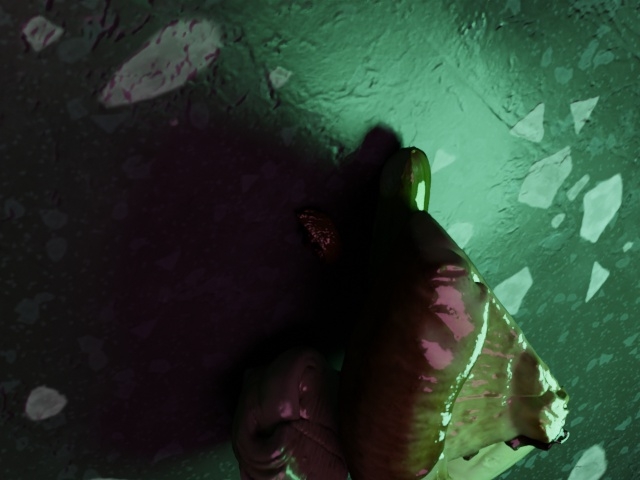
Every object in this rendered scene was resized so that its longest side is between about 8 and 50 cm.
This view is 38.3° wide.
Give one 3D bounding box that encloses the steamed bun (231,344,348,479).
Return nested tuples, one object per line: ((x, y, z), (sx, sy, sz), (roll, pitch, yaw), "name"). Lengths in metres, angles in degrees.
((-0.048, 0.259, 1.257), (0.218, 0.144, 0.211), (43, 53, -44), "steamed bun")

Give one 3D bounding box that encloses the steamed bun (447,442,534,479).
((0.235, 0.275, 1.472), (0.200, 0.170, 0.225), (32, 123, -13), "steamed bun")

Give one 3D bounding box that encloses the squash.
((0.101, -0.018, 1.194), (0.069, 0.069, 0.239), (-13, 130, -26), "squash")

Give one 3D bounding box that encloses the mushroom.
((0.115, 0.156, 1.156), (0.313, 0.224, 0.397), (-36, 133, -2), "mushroom")

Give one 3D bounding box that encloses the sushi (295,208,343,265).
((0.000, 0.000, 1.155), (0.047, 0.050, 0.099), (-27, 124, -6), "sushi")
